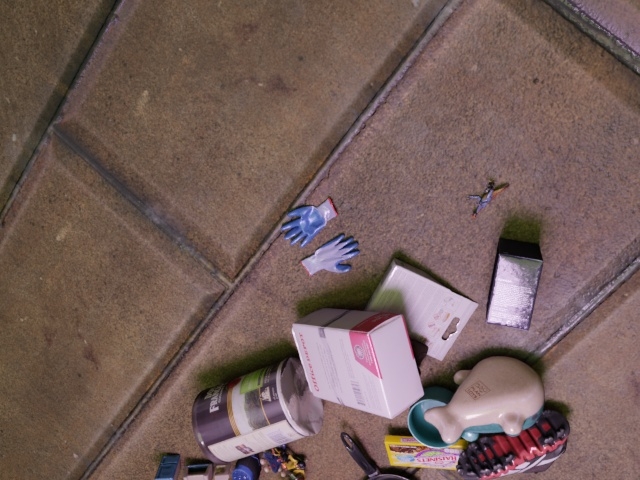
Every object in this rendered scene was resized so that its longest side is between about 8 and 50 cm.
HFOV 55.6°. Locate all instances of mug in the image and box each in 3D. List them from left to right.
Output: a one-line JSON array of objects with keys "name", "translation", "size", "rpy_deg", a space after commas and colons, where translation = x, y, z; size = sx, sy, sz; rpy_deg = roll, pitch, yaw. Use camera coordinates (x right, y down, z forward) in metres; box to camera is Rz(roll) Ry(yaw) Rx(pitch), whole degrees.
[{"name": "mug", "translation": [0.291, 0.432, 1.473], "size": [0.129, 0.097, 0.157], "rpy_deg": [-38, 91, 21]}]

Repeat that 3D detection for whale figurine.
[{"name": "whale figurine", "translation": [0.373, 0.379, 1.366], "size": [0.272, 0.216, 0.141], "rpy_deg": [-26, 122, -15]}]

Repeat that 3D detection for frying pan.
[{"name": "frying pan", "translation": [0.141, 0.655, 1.597], "size": [0.326, 0.053, 0.197], "rpy_deg": [37, 111, 6]}]

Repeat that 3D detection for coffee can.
[{"name": "coffee can", "translation": [-0.159, 0.437, 1.559], "size": [0.276, 0.201, 0.201], "rpy_deg": [-25, 95, 20]}]

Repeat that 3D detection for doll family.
[{"name": "doll family", "translation": [-0.095, 0.594, 1.643], "size": [0.111, 0.076, 0.193], "rpy_deg": [-34, 97, 41]}]

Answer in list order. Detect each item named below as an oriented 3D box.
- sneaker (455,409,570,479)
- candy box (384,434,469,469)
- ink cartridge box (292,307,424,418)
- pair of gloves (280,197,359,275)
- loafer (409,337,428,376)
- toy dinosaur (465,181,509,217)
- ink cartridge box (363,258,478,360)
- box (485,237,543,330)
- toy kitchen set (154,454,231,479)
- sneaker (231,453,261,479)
[{"name": "sneaker", "translation": [0.454, 0.500, 1.415], "size": [0.276, 0.097, 0.135], "rpy_deg": [-26, 128, 4]}, {"name": "candy box", "translation": [0.271, 0.533, 1.522], "size": [0.206, 0.027, 0.105], "rpy_deg": [-3, 129, 18]}, {"name": "ink cartridge box", "translation": [0.080, 0.274, 1.419], "size": [0.283, 0.117, 0.207], "rpy_deg": [-2, 107, 52]}, {"name": "pair of gloves", "translation": [0.000, 0.000, 1.498], "size": [0.159, 0.023, 0.198], "rpy_deg": [-29, 93, 21]}, {"name": "loafer", "translation": [0.206, 0.329, 1.473], "size": [0.079, 0.080, 0.219], "rpy_deg": [8, 126, -12]}, {"name": "toy dinosaur", "translation": [0.369, -0.085, 1.355], "size": [0.090, 0.047, 0.082], "rpy_deg": [8, 124, 5]}, {"name": "ink cartridge box", "translation": [0.235, 0.167, 1.463], "size": [0.225, 0.056, 0.180], "rpy_deg": [24, 110, -9]}, {"name": "box", "translation": [0.419, 0.091, 1.318], "size": [0.093, 0.156, 0.158], "rpy_deg": [10, 106, 14]}, {"name": "toy kitchen set", "translation": [-0.362, 0.602, 1.727], "size": [0.207, 0.122, 0.165], "rpy_deg": [-3, 103, -3]}, {"name": "sneaker", "translation": [-0.205, 0.674, 1.702], "size": [0.082, 0.090, 0.232], "rpy_deg": [20, 130, 10]}]
